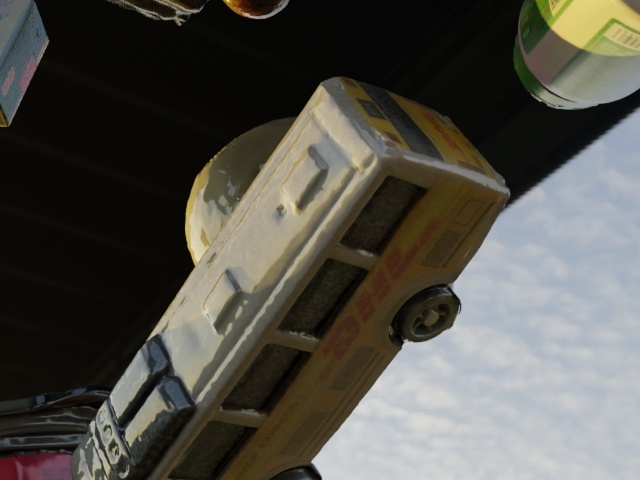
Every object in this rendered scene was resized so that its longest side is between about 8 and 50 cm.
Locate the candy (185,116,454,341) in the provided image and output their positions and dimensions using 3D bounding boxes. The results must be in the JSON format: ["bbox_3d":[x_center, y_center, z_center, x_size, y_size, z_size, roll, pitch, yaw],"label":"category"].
[{"bbox_3d":[0.000,0.000,1.082,0.296,0.295,0.185,13,-29,-19],"label":"candy"}]

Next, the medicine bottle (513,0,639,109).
[{"bbox_3d":[0.240,-0.190,0.839,0.134,0.133,0.274,1,-8,-3],"label":"medicine bottle"}]

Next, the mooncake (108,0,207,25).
[{"bbox_3d":[-0.129,-0.306,0.928,0.124,0.228,0.228,25,-43,-22],"label":"mooncake"}]

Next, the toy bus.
[{"bbox_3d":[-0.027,0.068,0.631,0.138,0.097,0.342,14,-59,-44],"label":"toy bus"}]

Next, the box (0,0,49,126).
[{"bbox_3d":[-0.327,-0.237,0.992,0.034,0.132,0.235,6,-36,8],"label":"box"}]

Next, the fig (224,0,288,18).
[{"bbox_3d":[-0.149,-0.454,1.671,0.231,0.160,0.143,15,1,-8],"label":"fig"}]

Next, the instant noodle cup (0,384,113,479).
[{"bbox_3d":[-0.253,0.253,0.767,0.302,0.181,0.258,-35,-28,27],"label":"instant noodle cup"}]
